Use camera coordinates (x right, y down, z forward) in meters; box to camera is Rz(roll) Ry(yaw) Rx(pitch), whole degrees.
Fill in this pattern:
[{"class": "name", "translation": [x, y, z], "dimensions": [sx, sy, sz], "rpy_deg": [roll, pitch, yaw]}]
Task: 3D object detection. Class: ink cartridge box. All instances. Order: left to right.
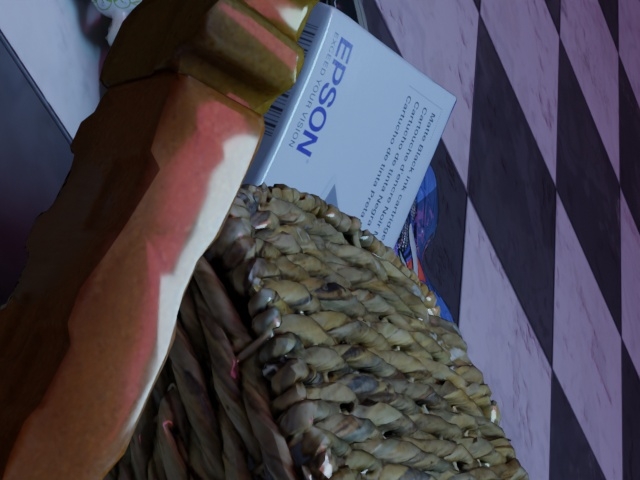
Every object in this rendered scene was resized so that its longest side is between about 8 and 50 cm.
[{"class": "ink cartridge box", "translation": [0.000, 0.000, 1.066], "dimensions": [0.224, 0.045, 0.223], "rpy_deg": [26, 87, -60]}]

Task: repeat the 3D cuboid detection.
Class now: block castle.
[{"class": "block castle", "translation": [-0.152, -0.088, 0.288], "dimensions": [0.453, 0.213, 0.303], "rpy_deg": [30, 75, -27]}]

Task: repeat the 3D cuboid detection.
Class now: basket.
[{"class": "basket", "translation": [-0.052, 0.113, 0.878], "dimensions": [0.299, 0.223, 0.213], "rpy_deg": [25, 38, -63]}]

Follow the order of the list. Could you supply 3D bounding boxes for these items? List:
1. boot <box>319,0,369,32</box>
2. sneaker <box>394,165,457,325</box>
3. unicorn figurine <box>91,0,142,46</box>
[{"class": "boot", "translation": [-0.043, -0.091, 1.101], "dimensions": [0.178, 0.085, 0.236], "rpy_deg": [35, 57, -61]}, {"class": "sneaker", "translation": [0.036, 0.027, 1.304], "dimensions": [0.087, 0.083, 0.221], "rpy_deg": [27, 47, -48]}, {"class": "unicorn figurine", "translation": [-0.113, -0.177, 1.018], "dimensions": [0.111, 0.060, 0.162], "rpy_deg": [-56, 129, -68]}]
